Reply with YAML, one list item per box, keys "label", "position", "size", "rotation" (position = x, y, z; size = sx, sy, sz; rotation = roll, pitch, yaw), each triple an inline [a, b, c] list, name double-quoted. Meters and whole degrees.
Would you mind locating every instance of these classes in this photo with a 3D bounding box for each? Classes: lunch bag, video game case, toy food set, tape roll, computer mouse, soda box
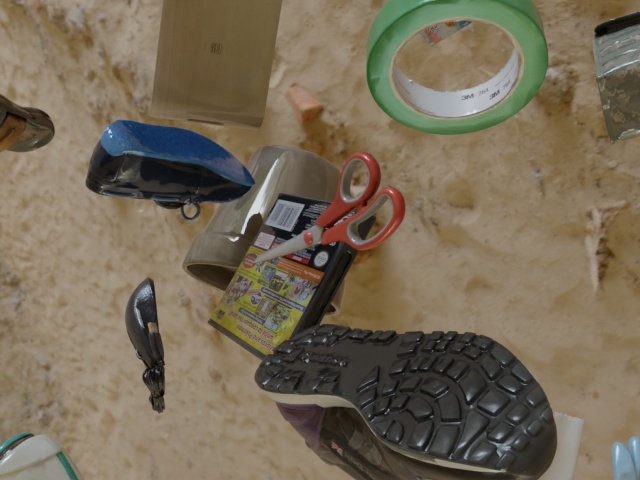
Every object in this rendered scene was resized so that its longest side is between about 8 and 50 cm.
- label: "lunch bag"
  position: [0.610, -0.327, 1.325]
  size: [0.235, 0.287, 0.169]
  rotation: [-10, 125, 24]
- label: "video game case"
  position: [-0.053, 0.052, 1.131]
  size: [0.248, 0.035, 0.275]
  rotation: [-61, 28, -7]
- label: "toy food set"
  position: [-0.204, -0.374, 1.456]
  size: [0.092, 0.219, 0.306]
  rotation: [-124, 42, -68]
- label: "tape roll"
  position: [0.244, -0.330, 1.366]
  size: [0.321, 0.321, 0.077]
  rotation: [-44, 33, 44]
- label: "computer mouse"
  position: [-0.323, 0.172, 1.371]
  size: [0.184, 0.060, 0.262]
  rotation: [112, 149, -60]
- label: "soda box"
  position: [0.278, -0.479, 1.614]
  size: [0.058, 0.063, 0.183]
  rotation: [46, 166, -11]

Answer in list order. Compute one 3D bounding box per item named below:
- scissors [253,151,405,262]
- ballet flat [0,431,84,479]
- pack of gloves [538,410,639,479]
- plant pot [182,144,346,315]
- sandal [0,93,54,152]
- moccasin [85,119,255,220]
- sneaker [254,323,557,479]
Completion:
- label: "scissors"
  position: [0.000, 0.000, 0.949]
  size: [0.297, 0.021, 0.109]
  rotation: [-42, 67, 43]
- label: "ballet flat"
  position: [-0.380, 0.393, 0.804]
  size: [0.139, 0.139, 0.400]
  rotation: [38, 96, 27]
- label: "pack of gloves"
  position: [0.227, 0.268, 0.620]
  size: [0.046, 0.195, 0.232]
  rotation: [-11, 64, 60]
- label: "plant pot"
  position: [-0.079, -0.027, 1.512]
  size: [0.323, 0.323, 0.280]
  rotation: [2, 70, 44]
- label: "sandal"
  position: [-0.347, -0.106, 0.777]
  size: [0.090, 0.219, 0.060]
  rotation: [-22, 85, 9]
- label: "moccasin"
  position: [-0.245, -0.113, 1.217]
  size: [0.117, 0.342, 0.138]
  rotation: [-50, 61, 18]
- label: "sneaker"
  position: [0.071, 0.141, 0.564]
  size: [0.283, 0.107, 0.124]
  rotation: [3, 127, 57]
